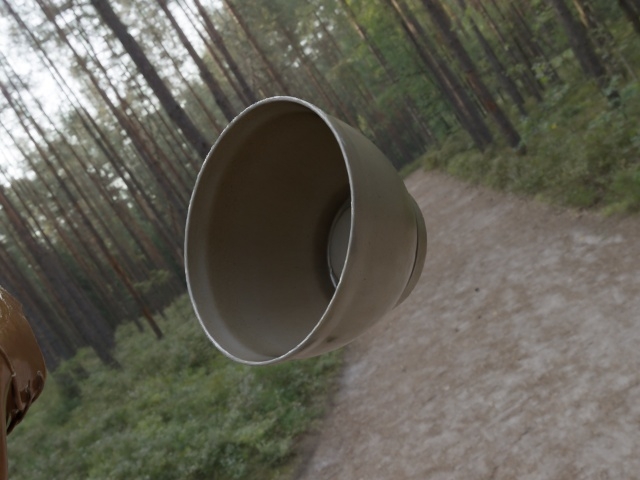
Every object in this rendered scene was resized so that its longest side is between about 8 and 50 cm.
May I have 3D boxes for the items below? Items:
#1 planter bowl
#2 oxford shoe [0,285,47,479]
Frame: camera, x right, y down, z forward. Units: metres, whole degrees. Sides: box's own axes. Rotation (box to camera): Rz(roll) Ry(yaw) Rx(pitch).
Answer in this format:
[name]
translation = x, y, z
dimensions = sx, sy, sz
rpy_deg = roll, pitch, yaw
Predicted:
[planter bowl]
translation = 0.000, 0.000, 0.428
dimensions = 0.109, 0.162, 0.162
rpy_deg = 10, -31, -43
[oxford shoe]
translation = -0.201, 0.091, 0.400
dimensions = 0.076, 0.076, 0.212
rpy_deg = -48, 41, 12
